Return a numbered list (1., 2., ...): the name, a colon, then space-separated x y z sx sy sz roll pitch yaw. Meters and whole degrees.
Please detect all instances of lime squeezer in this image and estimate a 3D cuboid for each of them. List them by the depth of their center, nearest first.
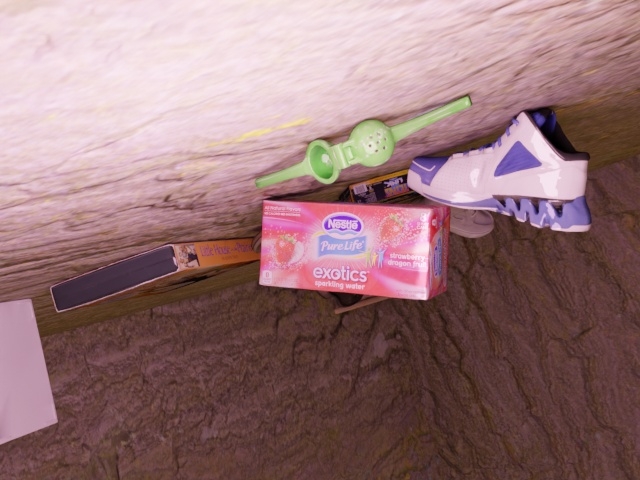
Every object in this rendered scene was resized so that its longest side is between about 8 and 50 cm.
1. lime squeezer: 0.034 -0.118 0.986 0.310 0.059 0.110 -20 -155 20

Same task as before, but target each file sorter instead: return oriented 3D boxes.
1. file sorter: -0.711 0.283 1.663 0.173 0.277 0.193 -14 177 18

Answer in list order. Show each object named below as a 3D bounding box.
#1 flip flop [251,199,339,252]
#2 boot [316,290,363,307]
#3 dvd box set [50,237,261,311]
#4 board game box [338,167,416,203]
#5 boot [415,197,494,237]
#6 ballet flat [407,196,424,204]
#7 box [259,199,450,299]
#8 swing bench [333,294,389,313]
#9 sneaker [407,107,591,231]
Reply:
1. flip flop: -0.029 -0.019 1.727 0.277 0.080 0.112 -18 176 18
2. boot: 0.126 0.091 1.942 0.229 0.091 0.263 -18 165 24
3. dvd box set: -0.342 0.069 1.755 0.308 0.062 0.420 -19 176 18
4. board game box: 0.131 -0.098 1.557 0.170 0.048 0.141 -16 175 -8
5. boot: 0.384 -0.081 2.085 0.258 0.095 0.123 7 149 -29
6. ballet flat: 0.301 -0.103 2.180 0.213 0.072 0.068 -18 148 9
7. box: 0.060 0.008 1.347 0.300 0.154 0.142 5 -176 22
8. swing bench: 0.139 0.084 2.579 0.255 0.253 0.165 -17 176 8
9. sneaker: 0.313 -0.135 1.311 0.315 0.182 0.127 17 -164 36
